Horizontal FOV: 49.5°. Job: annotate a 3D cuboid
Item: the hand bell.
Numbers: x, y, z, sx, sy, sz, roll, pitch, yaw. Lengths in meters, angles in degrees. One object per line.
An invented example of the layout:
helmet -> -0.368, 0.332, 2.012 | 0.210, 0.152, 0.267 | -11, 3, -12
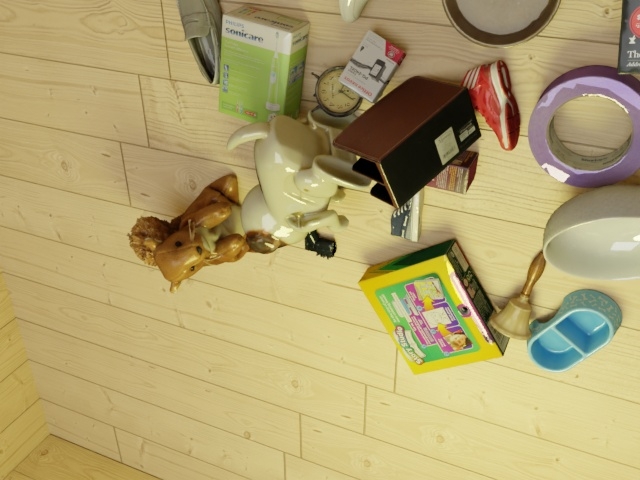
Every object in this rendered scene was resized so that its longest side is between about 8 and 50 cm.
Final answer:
hand bell -> 0.571, 0.141, 1.918 | 0.126, 0.126, 0.242 | 24, 113, 14

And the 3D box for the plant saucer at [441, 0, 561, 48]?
plant saucer -> 0.412, -0.580, 1.581 | 0.277, 0.041, 0.278 | 13, 123, 21

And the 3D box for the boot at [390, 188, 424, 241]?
boot -> 0.242, -0.082, 1.961 | 0.086, 0.069, 0.190 | 12, 126, 18

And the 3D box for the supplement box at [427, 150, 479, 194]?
supplement box -> 0.310, -0.196, 1.833 | 0.188, 0.104, 0.081 | 15, 125, 20

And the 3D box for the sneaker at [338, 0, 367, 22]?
sneaker -> 0.141, -0.640, 1.641 | 0.152, 0.114, 0.305 | 34, 129, 7

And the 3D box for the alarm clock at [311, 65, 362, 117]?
alarm clock -> 0.071, -0.394, 1.845 | 0.192, 0.064, 0.129 | 1, 91, 7

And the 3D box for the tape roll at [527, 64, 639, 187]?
tape roll -> 0.634, -0.264, 1.626 | 0.274, 0.090, 0.275 | 13, 123, 21

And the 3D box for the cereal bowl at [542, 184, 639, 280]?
cereal bowl -> 0.706, -0.032, 1.654 | 0.338, 0.141, 0.339 | 7, 153, 4

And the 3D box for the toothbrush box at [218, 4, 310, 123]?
toothbrush box -> -0.158, -0.471, 1.903 | 0.206, 0.122, 0.283 | 19, 127, 16

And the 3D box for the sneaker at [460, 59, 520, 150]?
sneaker -> 0.415, -0.327, 1.723 | 0.128, 0.087, 0.221 | -2, 106, 39

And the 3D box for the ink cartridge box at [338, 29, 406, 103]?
ink cartridge box -> 0.130, -0.439, 1.768 | 0.109, 0.063, 0.150 | 34, 102, 5

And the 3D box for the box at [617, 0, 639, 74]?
box -> 0.761, -0.492, 1.319 | 0.343, 0.179, 0.313 | 5, 119, 26

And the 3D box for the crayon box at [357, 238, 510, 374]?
crayon box -> 0.336, 0.208, 2.069 | 0.313, 0.106, 0.363 | -20, 108, 37

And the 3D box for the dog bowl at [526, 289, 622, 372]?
dog bowl -> 0.695, 0.261, 1.928 | 0.166, 0.074, 0.297 | 40, 129, 1

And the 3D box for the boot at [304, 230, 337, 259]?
boot -> 0.000, 0.000, 2.159 | 0.099, 0.045, 0.121 | 17, 133, 21

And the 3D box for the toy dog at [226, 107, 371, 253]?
toy dog -> -0.087, -0.131, 1.923 | 0.395, 0.285, 0.408 | 3, 141, -25

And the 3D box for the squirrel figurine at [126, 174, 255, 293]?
squirrel figurine -> -0.415, 0.015, 2.181 | 0.396, 0.370, 0.281 | -11, 114, 33

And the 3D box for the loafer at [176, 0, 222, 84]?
loafer -> -0.330, -0.590, 1.928 | 0.112, 0.111, 0.320 | -10, 114, 32

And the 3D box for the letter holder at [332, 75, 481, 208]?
letter holder -> 0.209, -0.255, 1.730 | 0.214, 0.302, 0.152 | 31, 156, 48
